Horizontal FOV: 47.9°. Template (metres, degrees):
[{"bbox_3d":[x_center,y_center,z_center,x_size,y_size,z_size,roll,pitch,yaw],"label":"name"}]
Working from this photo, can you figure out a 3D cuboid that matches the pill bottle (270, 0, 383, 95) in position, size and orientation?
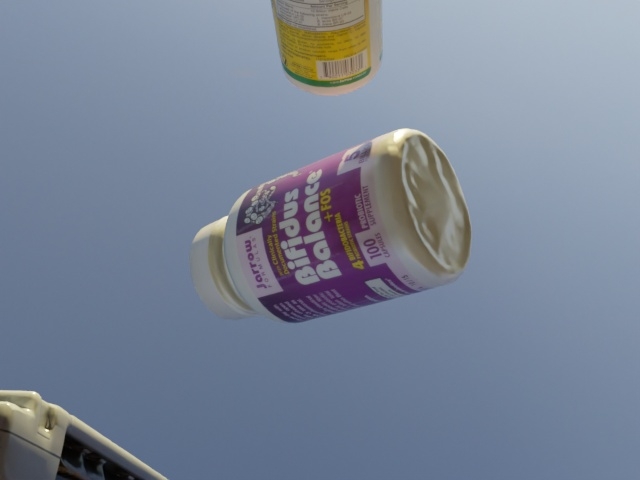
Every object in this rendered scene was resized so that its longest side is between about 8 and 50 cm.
[{"bbox_3d":[0.004,-0.261,0.730,0.117,0.208,0.118,-3,-125,4],"label":"pill bottle"}]

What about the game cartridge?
[{"bbox_3d":[-0.214,0.151,0.448,0.198,0.297,0.062,-3,-119,6],"label":"game cartridge"}]

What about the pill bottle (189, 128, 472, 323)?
[{"bbox_3d":[0.000,0.000,0.811,0.169,0.301,0.169,30,-129,-45],"label":"pill bottle"}]
